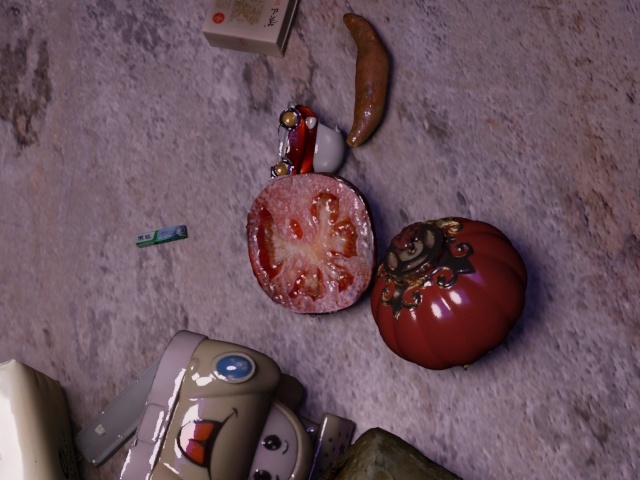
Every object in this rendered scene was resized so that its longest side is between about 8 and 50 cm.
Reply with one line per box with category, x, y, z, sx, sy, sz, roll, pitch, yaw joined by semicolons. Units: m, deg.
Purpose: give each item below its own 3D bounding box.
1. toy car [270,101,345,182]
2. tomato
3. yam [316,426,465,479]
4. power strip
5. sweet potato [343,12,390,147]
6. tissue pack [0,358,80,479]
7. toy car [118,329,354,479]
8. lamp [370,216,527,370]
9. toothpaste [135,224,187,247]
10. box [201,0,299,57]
toy car;-0.017;-0.140;1.378;0.112;0.112;0.139;9;86;-4
tomato;0.000;0.001;1.311;0.225;0.085;0.224;3;97;28
yam;0.135;0.380;1.107;0.300;0.195;0.195;31;81;-5
power strip;-0.289;0.258;1.346;0.253;0.027;0.060;-43;73;-3
sweet potato;0.076;-0.267;1.415;0.078;0.058;0.255;-13;67;28
tissue pack;-0.418;0.382;1.154;0.205;0.332;0.404;-14;78;-9
toy car;-0.100;0.273;1.146;0.226;0.336;0.242;15;78;12
lamp;0.172;0.068;1.220;0.227;0.227;0.226;-3;74;9
toothpaste;-0.257;-0.006;1.420;0.083;0.017;0.020;-11;73;6
box;-0.106;-0.419;1.488;0.141;0.058;0.201;11;76;13
